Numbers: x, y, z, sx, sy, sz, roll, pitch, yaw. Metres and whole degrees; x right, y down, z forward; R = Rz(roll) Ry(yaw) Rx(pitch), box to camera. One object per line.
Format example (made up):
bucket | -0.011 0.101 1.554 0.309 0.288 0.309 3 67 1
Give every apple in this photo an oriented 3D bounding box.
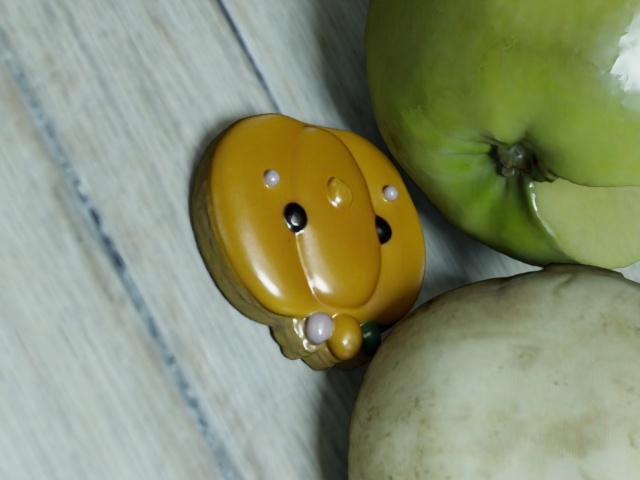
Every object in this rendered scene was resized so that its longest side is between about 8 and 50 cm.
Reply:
apple | 0.170 -0.124 0.865 0.292 0.292 0.254 46 53 -15

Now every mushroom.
mushroom | 0.137 0.126 0.773 0.184 0.254 0.255 62 31 -52

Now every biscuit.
biscuit | 0.002 -0.002 0.821 0.170 0.050 0.170 19 58 -33
